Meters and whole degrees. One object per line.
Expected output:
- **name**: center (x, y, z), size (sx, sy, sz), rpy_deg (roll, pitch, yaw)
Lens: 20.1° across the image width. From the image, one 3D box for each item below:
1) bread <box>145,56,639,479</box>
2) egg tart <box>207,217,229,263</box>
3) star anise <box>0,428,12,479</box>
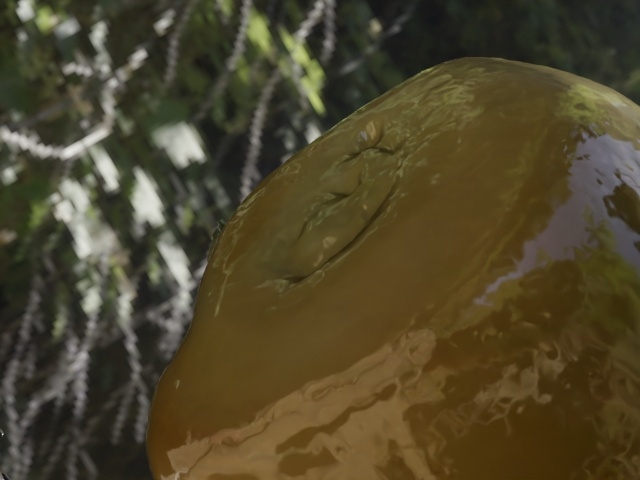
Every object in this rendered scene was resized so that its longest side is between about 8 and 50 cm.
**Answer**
- **bread**: center (0.128, 0.109, 0.949), size (0.253, 0.348, 0.376), rpy_deg (-12, -58, 41)
- **egg tart**: center (0.000, 0.000, 1.195), size (0.078, 0.197, 0.197), rpy_deg (69, -16, -9)
- **star anise**: center (-0.213, 0.099, 0.975), size (0.214, 0.099, 0.220), rpy_deg (61, -9, -21)
